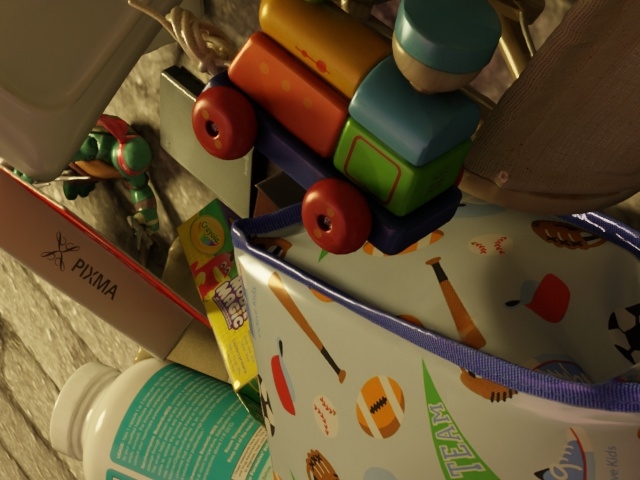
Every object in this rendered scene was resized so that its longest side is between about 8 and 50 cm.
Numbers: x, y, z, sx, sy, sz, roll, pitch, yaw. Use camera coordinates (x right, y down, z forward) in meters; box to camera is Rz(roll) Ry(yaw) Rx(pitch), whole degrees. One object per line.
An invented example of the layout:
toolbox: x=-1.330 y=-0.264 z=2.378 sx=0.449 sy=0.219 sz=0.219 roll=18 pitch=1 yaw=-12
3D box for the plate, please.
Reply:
plate: x=-0.215 y=-0.221 z=1.040 sx=0.277 sy=0.278 sz=0.045 roll=39 pitch=171 yaw=-32

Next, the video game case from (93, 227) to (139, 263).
video game case: x=-0.269 y=0.010 z=1.501 sx=0.232 sy=0.042 sz=0.210 roll=24 pitch=166 yaw=31

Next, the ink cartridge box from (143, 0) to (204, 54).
ink cartridge box: x=-0.323 y=-0.273 z=1.248 sx=0.385 sy=0.279 sz=0.160 roll=31 pitch=136 yaw=39

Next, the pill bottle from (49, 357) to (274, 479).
pill bottle: x=-0.110 y=0.195 z=1.295 sx=0.264 sy=0.146 sz=0.146 roll=20 pitch=134 yaw=21

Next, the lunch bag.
lunch bag: x=0.143 y=0.149 z=0.965 sx=0.385 sy=0.239 sz=0.328 roll=28 pitch=135 yaw=53

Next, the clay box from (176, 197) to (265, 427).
clay box: x=-0.037 y=0.078 z=1.180 sx=0.127 sy=0.053 sz=0.222 roll=40 pitch=-164 yaw=-44

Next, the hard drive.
hard drive: x=-0.098 y=-0.088 z=1.318 sx=0.135 sy=0.022 sz=0.094 roll=40 pitch=143 yaw=30

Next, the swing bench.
swing bench: x=0.132 y=-0.164 z=0.788 sx=0.254 sy=0.165 sz=0.253 roll=52 pitch=147 yaw=13

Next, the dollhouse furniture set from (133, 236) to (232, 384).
dollhouse furniture set: x=-0.078 y=0.140 z=1.436 sx=0.197 sy=0.151 sz=0.301 roll=30 pitch=118 yaw=16

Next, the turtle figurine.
turtle figurine: x=-0.225 y=-0.070 z=1.434 sx=0.175 sy=0.118 sz=0.234 roll=32 pitch=167 yaw=-32

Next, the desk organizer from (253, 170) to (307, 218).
desk organizer: x=0.000 y=0.000 z=1.226 sx=0.130 sy=0.047 sz=0.050 roll=46 pitch=148 yaw=23

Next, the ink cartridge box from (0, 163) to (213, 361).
ink cartridge box: x=-0.201 y=0.022 z=1.209 sx=0.239 sy=0.060 sz=0.275 roll=31 pitch=172 yaw=46

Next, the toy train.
toy train: x=-0.015 y=-0.118 z=0.790 sx=0.248 sy=0.105 sz=0.143 roll=41 pitch=135 yaw=21
